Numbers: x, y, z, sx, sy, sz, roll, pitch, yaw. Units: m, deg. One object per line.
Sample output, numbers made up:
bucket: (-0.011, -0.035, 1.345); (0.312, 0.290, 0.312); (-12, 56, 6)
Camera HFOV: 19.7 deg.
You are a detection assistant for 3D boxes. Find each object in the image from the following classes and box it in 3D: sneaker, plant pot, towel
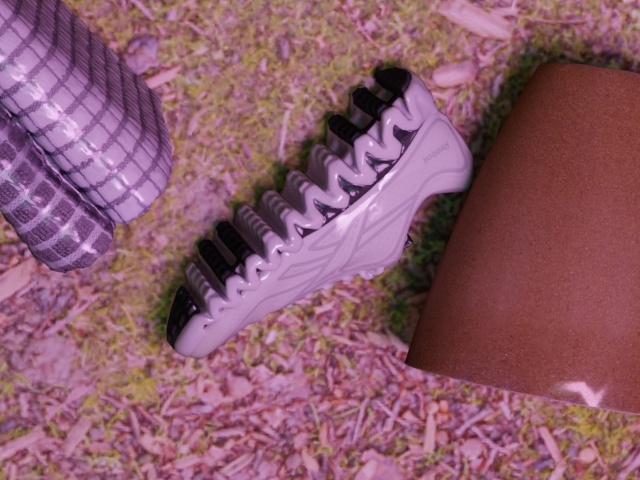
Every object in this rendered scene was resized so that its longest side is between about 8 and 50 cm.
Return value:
sneaker: (0.000, 0.000, 1.468); (0.292, 0.110, 0.118); (-43, 115, 6)
plant pot: (0.206, -0.004, 1.446); (0.237, 0.237, 0.254); (11, 89, -11)
towel: (-0.228, -0.114, 1.307); (0.121, 0.284, 0.235); (-43, 108, 6)
